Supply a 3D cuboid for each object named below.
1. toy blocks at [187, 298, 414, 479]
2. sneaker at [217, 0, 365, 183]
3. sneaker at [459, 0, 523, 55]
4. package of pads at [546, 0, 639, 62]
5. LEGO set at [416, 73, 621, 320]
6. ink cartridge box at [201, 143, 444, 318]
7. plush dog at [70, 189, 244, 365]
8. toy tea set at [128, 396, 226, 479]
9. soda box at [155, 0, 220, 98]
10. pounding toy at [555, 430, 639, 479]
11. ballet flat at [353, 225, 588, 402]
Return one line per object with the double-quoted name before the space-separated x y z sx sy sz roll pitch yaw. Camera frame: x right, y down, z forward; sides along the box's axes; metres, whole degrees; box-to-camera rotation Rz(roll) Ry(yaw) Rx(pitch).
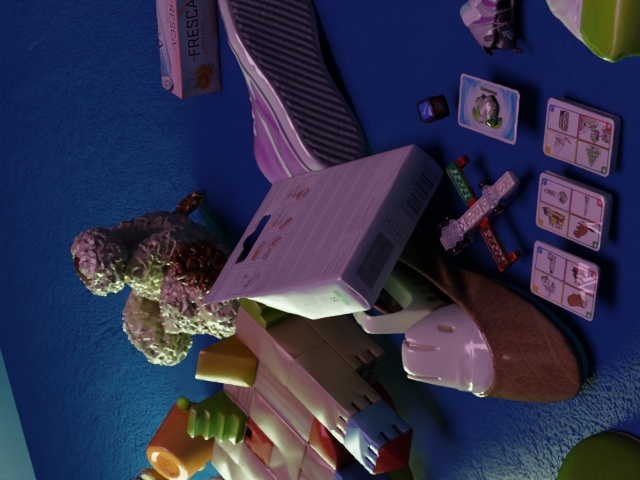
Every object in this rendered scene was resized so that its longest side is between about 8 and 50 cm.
"toy blocks" 0.004 0.234 1.673 0.261 0.190 0.381 43 141 28
"sneaker" -0.058 -0.175 1.625 0.282 0.102 0.161 70 156 9
"sneaker" 0.160 -0.194 1.264 0.069 0.038 0.098 65 162 14
"package of pads" 0.258 -0.260 0.824 0.101 0.229 0.297 -127 34 -56
"LEGO set" 0.178 -0.054 1.314 0.244 0.060 0.183 26 121 47
"ink cartridge box" 0.000 0.000 1.466 0.056 0.181 0.224 45 146 -23
"plush dog" -0.163 0.053 1.909 0.225 0.210 0.262 29 159 37
"toy tea set" -0.176 0.361 2.170 0.200 0.124 0.336 38 142 4
"soda box" -0.167 -0.275 1.824 0.063 0.058 0.183 36 134 51
"pounding toy" 0.252 0.278 1.256 0.237 0.110 0.183 31 130 55
"ballet flat" 0.107 0.071 1.408 0.342 0.124 0.116 41 141 47
